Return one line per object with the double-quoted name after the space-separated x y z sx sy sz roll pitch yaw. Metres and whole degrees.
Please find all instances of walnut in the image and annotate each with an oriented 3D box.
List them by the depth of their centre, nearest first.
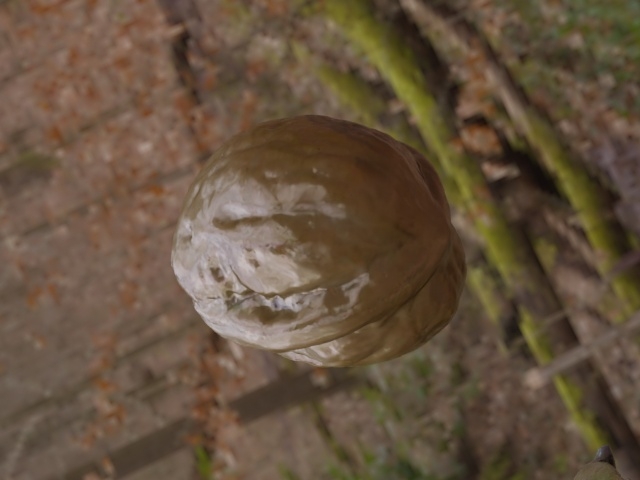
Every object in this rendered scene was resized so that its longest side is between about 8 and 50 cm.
0.000 0.000 1.055 0.166 0.166 0.149 75 -151 -48 "walnut"

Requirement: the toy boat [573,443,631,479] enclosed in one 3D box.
0.230 0.315 1.304 0.276 0.111 0.293 -143 39 -81 "toy boat"
